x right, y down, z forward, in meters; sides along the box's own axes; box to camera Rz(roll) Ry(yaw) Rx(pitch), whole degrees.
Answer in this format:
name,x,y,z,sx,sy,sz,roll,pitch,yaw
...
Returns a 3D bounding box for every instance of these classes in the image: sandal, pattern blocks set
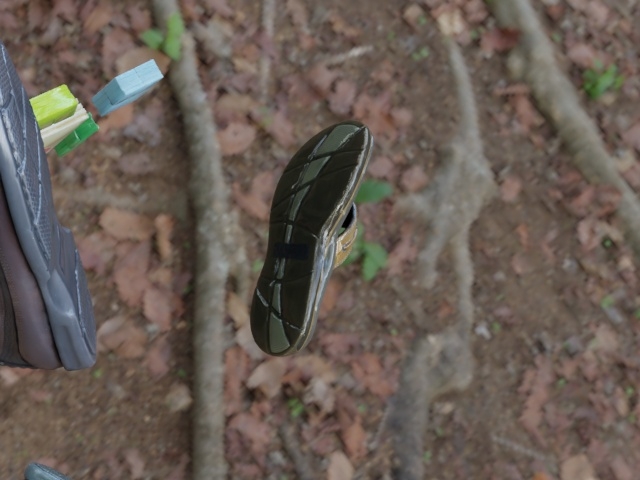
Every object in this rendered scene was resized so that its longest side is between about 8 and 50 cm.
name,x,y,z,sx,sy,sz,roll,pitch,yaw
sandal,0.000,0.000,1.231,0.060,0.090,0.219,20,80,-47
pattern blocks set,-0.281,-0.052,1.084,0.325,0.285,0.026,-34,93,-51

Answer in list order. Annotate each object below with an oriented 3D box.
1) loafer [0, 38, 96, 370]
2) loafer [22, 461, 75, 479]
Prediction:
name,x,y,z,sx,sy,sz,roll,pitch,yaw
loafer,-0.221,-0.008,0.917,0.095,0.302,0.109,-10,49,-2
loafer,-0.259,0.368,1.687,0.268,0.096,0.084,28,83,12
